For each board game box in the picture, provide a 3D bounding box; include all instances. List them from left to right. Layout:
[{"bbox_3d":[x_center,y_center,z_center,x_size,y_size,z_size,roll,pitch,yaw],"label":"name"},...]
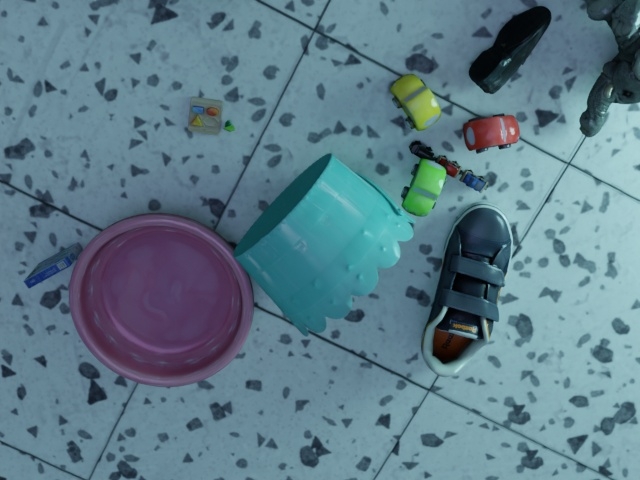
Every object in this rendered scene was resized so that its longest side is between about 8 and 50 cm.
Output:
[{"bbox_3d":[-0.481,0.044,1.739,0.090,0.090,0.020,-27,107,11],"label":"board game box"}]

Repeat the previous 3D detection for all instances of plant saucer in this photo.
[{"bbox_3d":[-0.284,0.102,1.754,0.332,0.084,0.332,1,109,2],"label":"plant saucer"}]

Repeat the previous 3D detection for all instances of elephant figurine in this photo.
[{"bbox_3d":[0.523,-0.300,1.569,0.169,0.186,0.239,-36,122,-31],"label":"elephant figurine"}]

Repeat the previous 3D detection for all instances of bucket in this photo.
[{"bbox_3d":[0.000,0.000,1.616,0.281,0.281,0.183,-43,101,14],"label":"bucket"}]

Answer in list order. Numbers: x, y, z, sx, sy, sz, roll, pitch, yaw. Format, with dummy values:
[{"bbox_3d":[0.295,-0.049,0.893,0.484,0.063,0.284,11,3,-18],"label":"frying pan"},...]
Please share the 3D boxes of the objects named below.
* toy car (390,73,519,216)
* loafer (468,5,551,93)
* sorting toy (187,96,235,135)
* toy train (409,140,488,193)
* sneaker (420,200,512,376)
[{"bbox_3d":[0.204,-0.147,1.633,0.239,0.053,0.225,22,89,-4],"label":"toy car"},{"bbox_3d":[0.322,-0.318,1.612,0.170,0.062,0.061,-44,140,8],"label":"loafer"},{"bbox_3d":[-0.188,-0.215,1.682,0.083,0.012,0.062,9,108,0],"label":"sorting toy"},{"bbox_3d":[0.225,-0.128,1.681,0.158,0.036,0.027,28,107,-7],"label":"toy train"},{"bbox_3d":[0.264,0.095,1.708,0.126,0.127,0.321,13,107,0],"label":"sneaker"}]
